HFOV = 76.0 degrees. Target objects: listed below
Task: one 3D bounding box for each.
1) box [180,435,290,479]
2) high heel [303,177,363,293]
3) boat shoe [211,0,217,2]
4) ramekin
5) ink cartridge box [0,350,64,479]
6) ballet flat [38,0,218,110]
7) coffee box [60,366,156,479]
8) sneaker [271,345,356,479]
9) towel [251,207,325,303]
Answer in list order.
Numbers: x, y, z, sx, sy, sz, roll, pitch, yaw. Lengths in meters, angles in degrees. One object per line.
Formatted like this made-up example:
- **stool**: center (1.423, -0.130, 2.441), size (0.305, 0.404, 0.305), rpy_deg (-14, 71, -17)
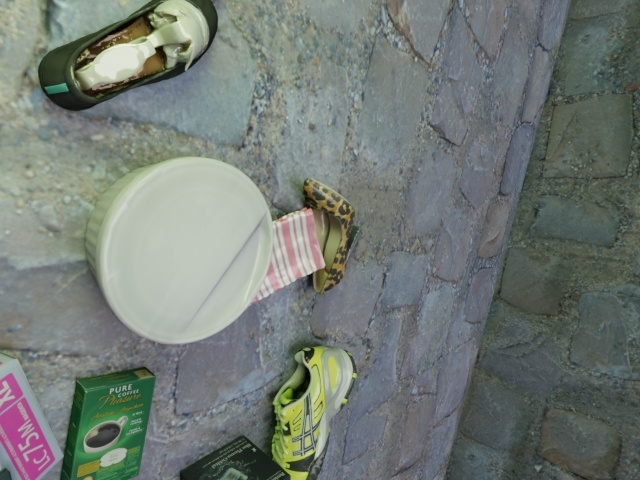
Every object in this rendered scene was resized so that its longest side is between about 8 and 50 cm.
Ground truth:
- **box**: center (-0.168, 0.497, 0.812), size (0.156, 0.158, 0.093), rpy_deg (-12, 111, -46)
- **high heel**: center (0.000, 0.000, 0.879), size (0.186, 0.093, 0.261), rpy_deg (-60, 142, -14)
- **boat shoe**: center (-0.152, -0.409, 0.608), size (0.035, 0.035, 0.100), rpy_deg (1, 103, -48)
- **ramekin**: center (-0.211, 0.007, 0.617), size (0.273, 0.127, 0.272), rpy_deg (-18, 116, -44)
- **ink cartridge box**: center (-0.444, 0.286, 0.420), size (0.311, 0.065, 0.185), rpy_deg (-46, 139, -55)
- **ballet flat**: center (-0.221, -0.251, 0.539), size (0.280, 0.096, 0.095), rpy_deg (-48, 133, -26)
- **coffee box**: center (-0.334, 0.300, 0.647), size (0.113, 0.041, 0.184), rpy_deg (3, 101, -49)
- **sneaker**: center (-0.058, 0.422, 0.954), size (0.147, 0.145, 0.384), rpy_deg (25, 81, -29)
- **towel**: center (-0.087, 0.034, 0.806), size (0.197, 0.029, 0.144), rpy_deg (-27, 122, -22)
